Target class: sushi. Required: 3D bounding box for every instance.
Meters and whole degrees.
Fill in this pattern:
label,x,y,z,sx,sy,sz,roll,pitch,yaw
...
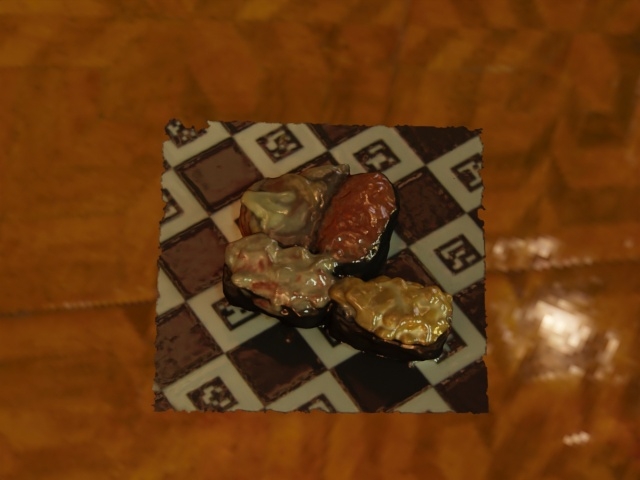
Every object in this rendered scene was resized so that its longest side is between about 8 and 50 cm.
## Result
label,x,y,z,sx,sy,sz,roll,pitch,yaw
sushi,0.000,0.000,0.707,0.026,0.120,0.126,88,2,-56
